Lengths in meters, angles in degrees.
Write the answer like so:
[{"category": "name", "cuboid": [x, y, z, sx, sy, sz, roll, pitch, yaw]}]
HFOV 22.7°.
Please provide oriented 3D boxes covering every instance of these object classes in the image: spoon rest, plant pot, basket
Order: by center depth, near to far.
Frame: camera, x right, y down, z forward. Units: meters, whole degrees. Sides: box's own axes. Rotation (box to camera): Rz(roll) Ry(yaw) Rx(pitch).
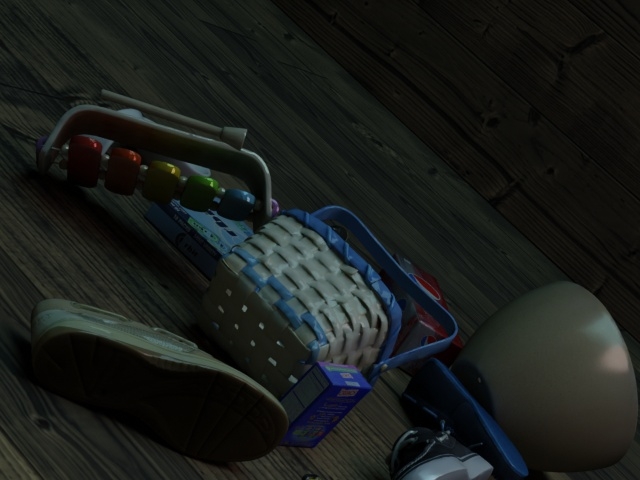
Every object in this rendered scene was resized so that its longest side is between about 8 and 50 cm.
[{"category": "basket", "cuboid": [0.003, 0.076, 2.015, 0.289, 0.201, 0.255, -22, 57, -38]}, {"category": "plant pot", "cuboid": [0.300, 0.216, 2.322, 0.191, 0.284, 0.284, -12, 42, -25]}, {"category": "spoon rest", "cuboid": [-0.251, -0.142, 2.350, 0.137, 0.084, 0.276, 44, 17, 20]}]

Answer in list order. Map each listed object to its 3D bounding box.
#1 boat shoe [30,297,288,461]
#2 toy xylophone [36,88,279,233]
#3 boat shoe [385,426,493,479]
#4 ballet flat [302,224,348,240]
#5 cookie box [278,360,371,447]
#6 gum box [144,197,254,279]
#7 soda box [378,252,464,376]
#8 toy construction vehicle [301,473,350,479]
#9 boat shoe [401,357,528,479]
[{"category": "boat shoe", "cuboid": [-0.166, 0.141, 1.673, 0.302, 0.109, 0.098, 24, 21, -27]}, {"category": "toy xylophone", "cuboid": [-0.204, -0.100, 2.022, 0.323, 0.081, 0.236, 14, -14, 1]}, {"category": "boat shoe", "cuboid": [0.127, 0.279, 1.953, 0.102, 0.108, 0.301, 43, 13, 16]}, {"category": "ballet flat", "cuboid": [0.000, 0.000, 2.624, 0.173, 0.057, 0.049, -4, 85, -67]}, {"category": "cookie box", "cuboid": [-0.005, 0.194, 1.880, 0.040, 0.107, 0.092, 53, 19, 27]}, {"category": "gum box", "cuboid": [-0.143, 0.002, 2.260, 0.157, 0.041, 0.184, 43, 15, 16]}, {"category": "soda box", "cuboid": [0.146, 0.122, 2.507, 0.092, 0.083, 0.263, 33, 16, -17]}, {"category": "toy construction vehicle", "cuboid": [0.026, 0.300, 1.802, 0.086, 0.035, 0.098, 34, 8, 27]}, {"category": "boat shoe", "cuboid": [0.198, 0.269, 2.201, 0.109, 0.089, 0.258, 45, 4, -33]}]
